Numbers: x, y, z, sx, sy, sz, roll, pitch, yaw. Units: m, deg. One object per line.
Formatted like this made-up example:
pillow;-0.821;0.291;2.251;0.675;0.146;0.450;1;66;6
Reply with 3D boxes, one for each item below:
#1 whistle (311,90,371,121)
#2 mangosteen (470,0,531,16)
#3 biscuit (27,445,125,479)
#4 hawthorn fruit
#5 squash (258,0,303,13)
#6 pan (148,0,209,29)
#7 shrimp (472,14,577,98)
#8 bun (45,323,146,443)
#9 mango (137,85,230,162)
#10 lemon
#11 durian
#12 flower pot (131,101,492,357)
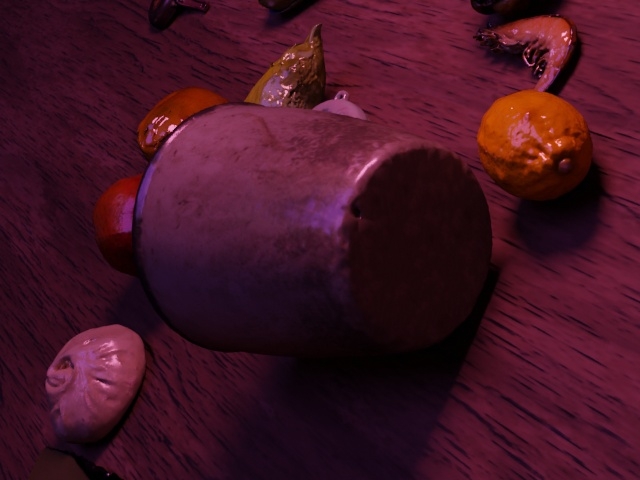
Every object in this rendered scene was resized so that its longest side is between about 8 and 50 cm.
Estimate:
whistle;0.004;-0.074;1.846;0.126;0.067;0.258;-7;60;45
mangosteen;0.216;-0.334;1.711;0.152;0.152;0.152;-36;36;32
biscuit;-0.320;0.344;1.950;0.322;0.038;0.099;5;70;56
hawthorn fruit;-0.232;-0.022;2.039;0.194;0.157;0.157;-8;55;63
squash;0.018;-0.433;2.138;0.341;0.094;0.094;-25;43;46
pan;-0.253;-0.426;2.572;0.212;0.040;0.115;25;89;60
shrimp;0.226;-0.203;1.676;0.178;0.034;0.124;9;76;53
bun;-0.331;0.194;2.043;0.183;0.102;0.183;-39;32;30
mango;-0.183;-0.140;2.035;0.156;0.151;0.248;-4;8;16
lemon;0.222;-0.097;1.495;0.114;0.114;0.155;-56;22;2
durian;-0.051;-0.168;1.960;0.250;0.101;0.139;-67;16;-16
flower pot;0.000;0.000;1.581;0.330;0.293;0.294;9;70;51
